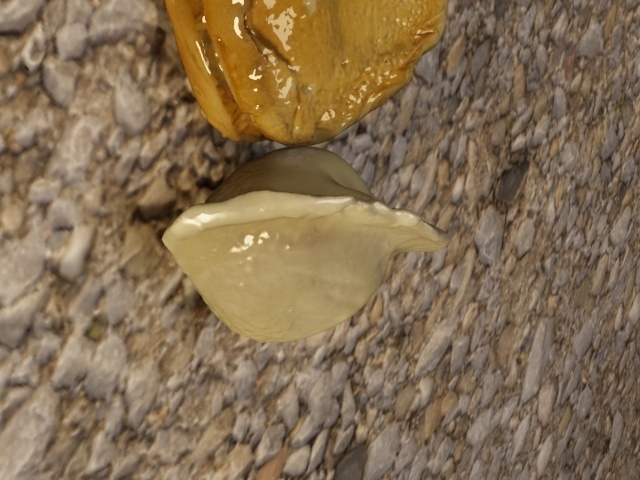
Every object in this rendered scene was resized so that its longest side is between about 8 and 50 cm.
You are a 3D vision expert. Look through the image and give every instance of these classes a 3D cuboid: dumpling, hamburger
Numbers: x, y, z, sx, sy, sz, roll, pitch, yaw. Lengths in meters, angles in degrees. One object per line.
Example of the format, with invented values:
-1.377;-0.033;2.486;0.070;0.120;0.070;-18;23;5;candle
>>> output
-0.002;-0.001;0.691;0.216;0.166;0.126;48;37;-46;dumpling
-0.006;-0.165;0.672;0.214;0.108;0.214;-21;117;-49;hamburger
